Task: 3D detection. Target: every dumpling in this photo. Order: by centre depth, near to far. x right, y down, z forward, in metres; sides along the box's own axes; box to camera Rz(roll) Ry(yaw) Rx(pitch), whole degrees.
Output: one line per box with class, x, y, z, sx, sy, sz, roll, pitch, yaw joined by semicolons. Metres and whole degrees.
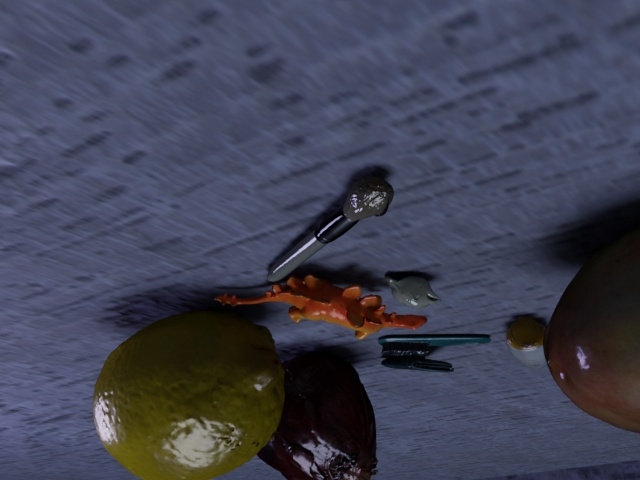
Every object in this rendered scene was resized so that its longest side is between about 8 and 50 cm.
dumpling;0.122;0.070;1.012;0.077;0.043;0.059;1;177;-14

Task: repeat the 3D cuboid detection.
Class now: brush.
brush;0.000;0.000;0.853;0.042;0.039;0.299;8;155;-23
brush;0.194;0.180;1.266;0.193;0.032;0.043;1;155;-3

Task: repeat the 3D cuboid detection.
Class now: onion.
onion;-0.030;0.326;1.347;0.221;0.281;0.281;-35;-179;-41

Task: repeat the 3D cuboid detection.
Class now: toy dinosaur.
toy dinosaur;0.005;0.083;0.991;0.288;0.070;0.117;10;163;-5

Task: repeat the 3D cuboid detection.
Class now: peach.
peach;0.408;0.108;0.865;0.292;0.247;0.292;-23;160;-9

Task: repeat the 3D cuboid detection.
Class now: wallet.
wallet;0.169;0.217;1.328;0.088;0.026;0.129;7;171;-19

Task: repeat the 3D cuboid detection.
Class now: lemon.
lemon;-0.183;0.222;1.079;0.320;0.245;0.245;-24;148;27

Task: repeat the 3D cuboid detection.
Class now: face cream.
face cream;0.348;0.173;1.240;0.072;0.051;0.182;-9;155;18
